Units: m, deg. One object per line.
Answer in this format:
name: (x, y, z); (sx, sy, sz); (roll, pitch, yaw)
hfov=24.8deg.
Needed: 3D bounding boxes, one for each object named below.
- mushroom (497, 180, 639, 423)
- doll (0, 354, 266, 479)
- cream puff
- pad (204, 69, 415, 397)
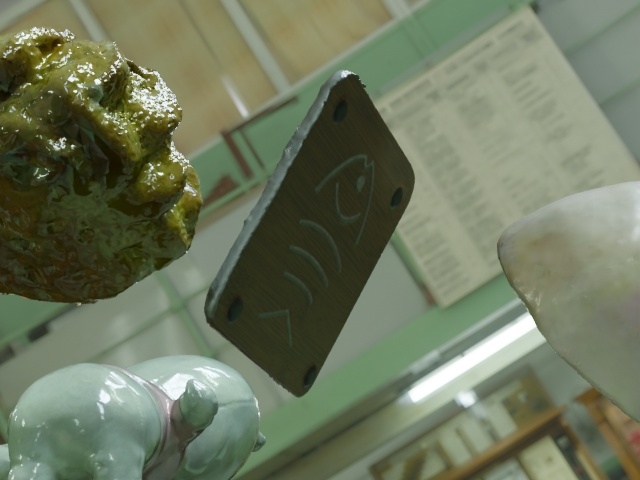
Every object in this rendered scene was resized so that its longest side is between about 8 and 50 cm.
mushroom: (0.253, 0.003, 1.138); (0.162, 0.173, 0.236); (-45, 25, 25)
doll: (-0.116, 0.125, 0.944); (0.155, 0.113, 0.275); (-17, -1, 18)
cream puff: (-0.212, -0.058, 1.159); (0.244, 0.244, 0.196); (-36, 9, 18)
pad: (0.000, 0.000, 1.475); (0.284, 0.018, 0.286); (-62, -26, -12)
